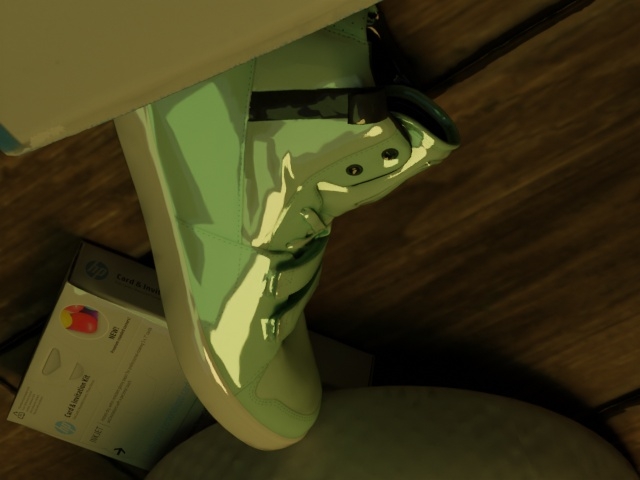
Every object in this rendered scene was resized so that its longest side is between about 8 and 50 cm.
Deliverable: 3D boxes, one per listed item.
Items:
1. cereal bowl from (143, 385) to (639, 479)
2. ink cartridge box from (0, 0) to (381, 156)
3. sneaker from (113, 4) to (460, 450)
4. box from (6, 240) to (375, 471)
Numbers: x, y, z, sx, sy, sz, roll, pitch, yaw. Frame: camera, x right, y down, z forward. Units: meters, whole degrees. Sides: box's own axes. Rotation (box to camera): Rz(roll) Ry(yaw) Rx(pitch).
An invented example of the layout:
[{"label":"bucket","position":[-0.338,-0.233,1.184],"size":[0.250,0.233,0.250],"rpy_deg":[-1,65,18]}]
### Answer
[{"label":"cereal bowl","position":[0.043,0.240,0.902],"size":[0.339,0.141,0.339],"rpy_deg":[-1,138,-1]},{"label":"ink cartridge box","position":[-0.044,-0.206,0.422],"size":[0.197,0.270,0.198],"rpy_deg":[-20,127,29]},{"label":"sneaker","position":[0.000,0.000,0.725],"size":[0.151,0.094,0.256],"rpy_deg":[-6,122,16]},{"label":"box","position":[-0.081,0.090,0.884],"size":[0.186,0.038,0.145],"rpy_deg":[21,134,-11]}]
